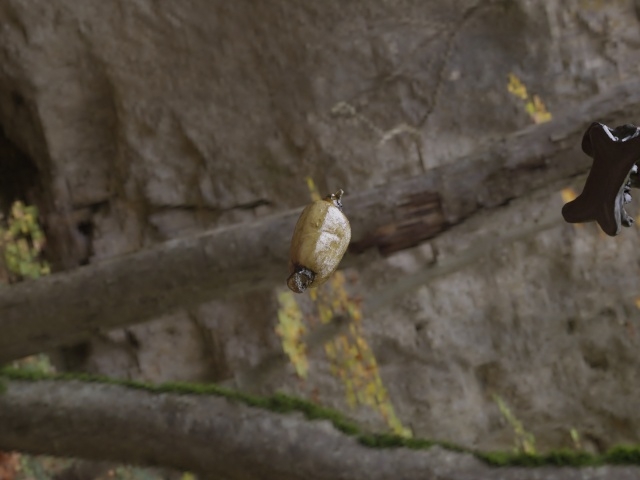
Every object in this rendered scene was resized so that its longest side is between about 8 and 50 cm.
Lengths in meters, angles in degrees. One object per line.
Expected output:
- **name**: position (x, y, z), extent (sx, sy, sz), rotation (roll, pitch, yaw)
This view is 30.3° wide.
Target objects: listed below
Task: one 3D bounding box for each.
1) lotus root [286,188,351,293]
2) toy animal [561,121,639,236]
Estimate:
- **lotus root**: position (0.000, 0.000, 1.331), extent (0.072, 0.063, 0.152), rotation (81, 24, -50)
- **toy animal**: position (0.355, -0.082, 1.259), extent (0.117, 0.210, 0.121), rotation (40, -50, 47)
